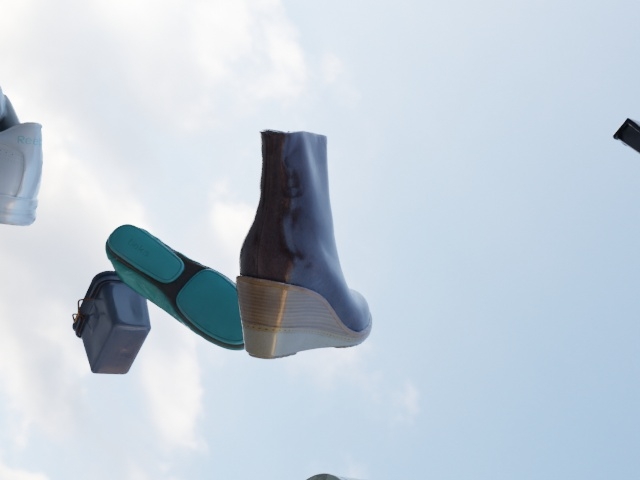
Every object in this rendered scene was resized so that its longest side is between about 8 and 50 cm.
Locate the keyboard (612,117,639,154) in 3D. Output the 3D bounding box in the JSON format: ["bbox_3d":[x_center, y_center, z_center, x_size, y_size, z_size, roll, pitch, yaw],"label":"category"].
[{"bbox_3d":[0.401,-0.060,0.738,0.201,0.317,0.033,-118,-134,-58],"label":"keyboard"}]

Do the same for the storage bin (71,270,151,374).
[{"bbox_3d":[-0.293,0.121,1.153,0.135,0.098,0.091,-58,-140,32],"label":"storage bin"}]

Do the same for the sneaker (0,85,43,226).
[{"bbox_3d":[-0.286,-0.089,0.652,0.212,0.080,0.094,25,-78,29],"label":"sneaker"}]

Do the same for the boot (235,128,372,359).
[{"bbox_3d":[0.000,0.000,0.807,0.090,0.248,0.206,7,-87,22],"label":"boot"}]

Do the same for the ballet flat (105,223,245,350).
[{"bbox_3d":[-0.172,0.067,1.056,0.247,0.083,0.087,34,-25,17],"label":"ballet flat"}]

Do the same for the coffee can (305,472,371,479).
[{"bbox_3d":[0.104,0.461,1.217,0.202,0.275,0.201,-30,-129,45],"label":"coffee can"}]
